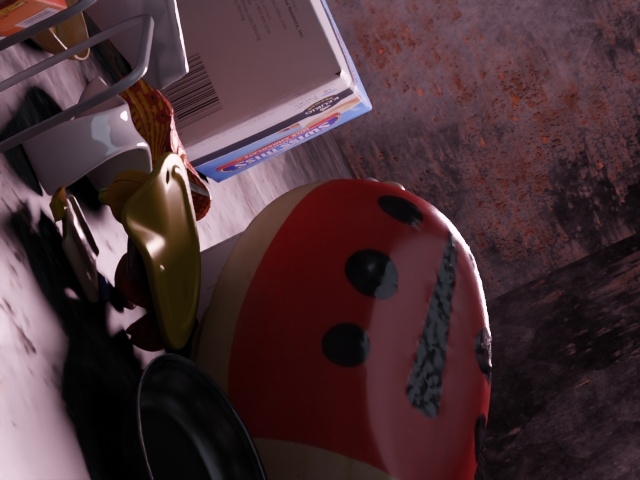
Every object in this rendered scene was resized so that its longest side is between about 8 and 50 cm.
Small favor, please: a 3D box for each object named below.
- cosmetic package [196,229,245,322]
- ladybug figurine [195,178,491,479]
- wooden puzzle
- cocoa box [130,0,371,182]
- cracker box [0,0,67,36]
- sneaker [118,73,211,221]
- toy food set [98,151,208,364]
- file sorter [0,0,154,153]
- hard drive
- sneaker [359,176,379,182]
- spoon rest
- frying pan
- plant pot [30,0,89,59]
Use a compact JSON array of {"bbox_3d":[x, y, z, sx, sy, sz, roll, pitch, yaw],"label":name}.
[{"bbox_3d":[0.000,0.163,1.870,0.365,0.155,0.197,64,4,5],"label":"cosmetic package"},{"bbox_3d":[0.040,0.121,1.635,0.305,0.162,0.449,34,51,-33],"label":"ladybug figurine"},{"bbox_3d":[-0.199,0.006,1.490,0.078,0.014,0.116,-94,165,-63],"label":"wooden puzzle"},{"bbox_3d":[-0.119,-0.281,2.198,0.228,0.231,0.347,35,31,-77],"label":"cocoa box"},{"bbox_3d":[-0.305,-0.291,1.531,0.232,0.067,0.156,64,6,-1],"label":"cracker box"},{"bbox_3d":[-0.175,-0.096,1.920,0.067,0.064,0.175,33,-31,64],"label":"sneaker"},{"bbox_3d":[-0.150,0.024,1.544,0.128,0.071,0.218,-75,163,-50],"label":"toy food set"},{"bbox_3d":[-0.248,-0.208,1.236,0.193,0.173,0.277,-96,160,-68],"label":"file sorter"},{"bbox_3d":[-0.185,-0.274,1.381,0.203,0.040,0.307,49,-17,25],"label":"hard drive"},{"bbox_3d":[0.000,0.000,2.344,0.130,0.227,0.087,-24,82,-39],"label":"sneaker"},{"bbox_3d":[-0.187,-0.085,1.626,0.137,0.084,0.276,65,8,-2],"label":"spoon rest"},{"bbox_3d":[-0.088,0.232,1.366,0.197,0.053,0.326,46,27,-44],"label":"frying pan"},{"bbox_3d":[-0.290,-0.273,1.730,0.236,0.032,0.236,-24,90,-83],"label":"plant pot"}]
